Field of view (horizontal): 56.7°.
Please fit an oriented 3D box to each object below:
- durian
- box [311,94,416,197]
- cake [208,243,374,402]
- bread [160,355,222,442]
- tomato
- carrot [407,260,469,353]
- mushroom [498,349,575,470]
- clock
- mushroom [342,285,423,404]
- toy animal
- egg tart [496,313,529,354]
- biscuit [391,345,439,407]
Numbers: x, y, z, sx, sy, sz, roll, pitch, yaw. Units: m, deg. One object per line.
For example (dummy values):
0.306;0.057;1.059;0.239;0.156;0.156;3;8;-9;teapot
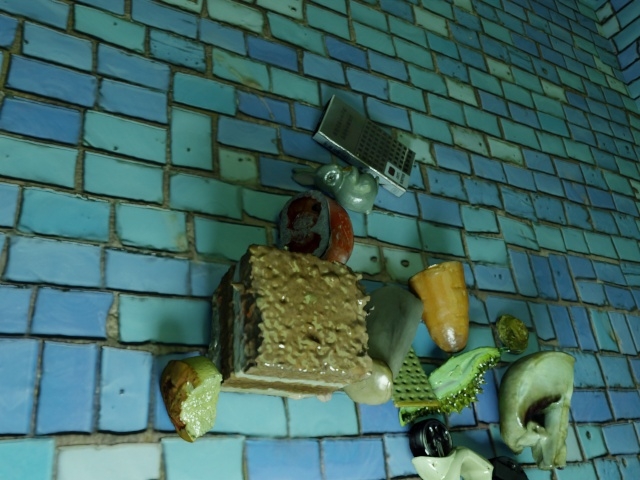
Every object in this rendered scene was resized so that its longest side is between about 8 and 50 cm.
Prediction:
0.343;0.362;1.499;0.375;0.106;0.132;-28;57;-19;durian
0.138;-0.283;1.781;0.325;0.047;0.180;32;50;-16;box
-0.076;0.183;1.204;0.282;0.290;0.255;14;56;-27;cake
-0.252;0.291;1.130;0.086;0.125;0.156;-10;116;-43;bread
0.000;0.000;1.464;0.155;0.181;0.214;28;57;-42;tomato
0.329;0.187;1.568;0.159;0.159;0.225;7;60;-32;carrot
0.518;0.434;1.526;0.212;0.217;0.292;11;69;-18;mushroom
0.356;0.602;1.384;0.379;0.120;0.276;29;48;-19;clock
0.143;0.223;1.391;0.154;0.137;0.407;48;27;-3;mushroom
0.049;-0.155;1.606;0.236;0.108;0.138;16;57;-26;toy animal
0.579;0.276;1.765;0.130;0.052;0.130;18;56;-29;egg tart
0.195;0.305;1.452;0.139;0.016;0.231;7;40;-28;biscuit
